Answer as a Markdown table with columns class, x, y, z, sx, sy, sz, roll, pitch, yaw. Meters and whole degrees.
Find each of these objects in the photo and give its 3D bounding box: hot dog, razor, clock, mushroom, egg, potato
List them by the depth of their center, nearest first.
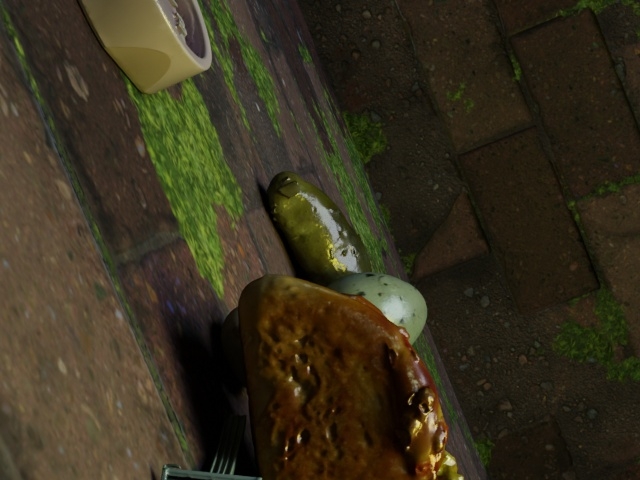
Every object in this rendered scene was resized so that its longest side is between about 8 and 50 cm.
| class | x | y | z | sx | sy | sz | roll | pitch | yaw |
| --- | --- | --- | --- | --- | --- | --- | --- | --- | --- |
| razor | -0.073 | 0.165 | 0.772 | 0.191 | 0.068 | 0.037 | -92 | -170 | -86 |
| hot dog | 0.022 | 0.151 | 0.838 | 0.150 | 0.153 | 0.256 | 108 | -26 | -73 |
| mushroom | -0.048 | 0.094 | 0.948 | 0.085 | 0.079 | 0.085 | 61 | 12 | -22 |
| clock | -0.179 | -0.246 | 1.017 | 0.197 | 0.068 | 0.196 | -22 | 90 | -81 |
| egg | 0.066 | 0.106 | 1.360 | 0.131 | 0.164 | 0.131 | 13 | -75 | 62 |
| potato | 0.000 | 0.000 | 1.433 | 0.225 | 0.090 | 0.117 | 58 | 18 | -21 |

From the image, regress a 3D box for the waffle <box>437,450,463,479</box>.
| class | x | y | z | sx | sy | sz | roll | pitch | yaw |
| --- | --- | --- | --- | --- | --- | --- | --- | --- | --- |
| waffle | 0.075 | 0.260 | 0.968 | 0.238 | 0.059 | 0.243 | -44 | -123 | 55 |
